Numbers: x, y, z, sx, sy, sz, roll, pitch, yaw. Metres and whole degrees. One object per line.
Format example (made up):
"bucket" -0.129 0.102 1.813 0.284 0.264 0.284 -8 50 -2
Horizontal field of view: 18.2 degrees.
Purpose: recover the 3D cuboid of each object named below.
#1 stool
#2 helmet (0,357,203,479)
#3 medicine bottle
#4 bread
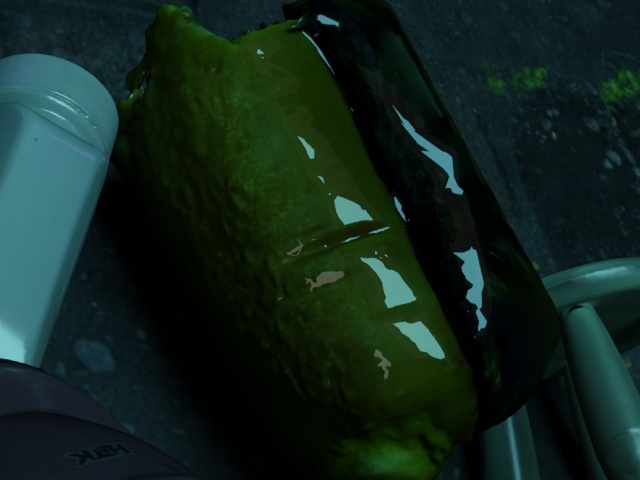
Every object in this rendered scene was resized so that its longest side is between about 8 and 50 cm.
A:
"stool" 0.222 0.140 1.563 0.195 0.195 0.199 2 63 -40
"helmet" -0.123 0.239 1.092 0.271 0.197 0.338 -4 95 -50
"medicine bottle" -0.215 0.010 1.305 0.111 0.161 0.296 30 41 -19
"bread" 0.000 0.000 1.436 0.208 0.251 0.376 -19 72 -34
